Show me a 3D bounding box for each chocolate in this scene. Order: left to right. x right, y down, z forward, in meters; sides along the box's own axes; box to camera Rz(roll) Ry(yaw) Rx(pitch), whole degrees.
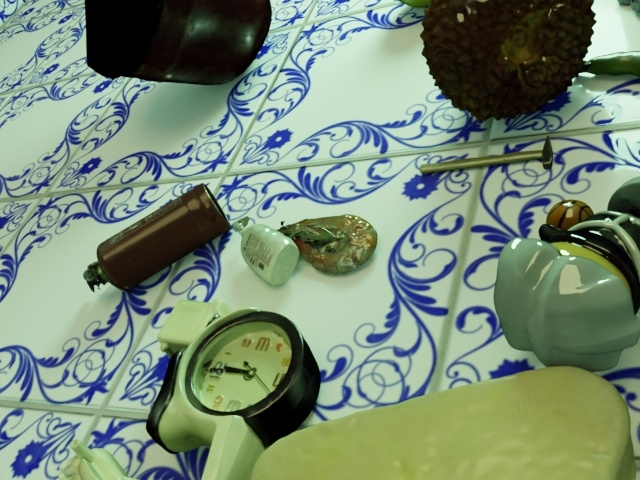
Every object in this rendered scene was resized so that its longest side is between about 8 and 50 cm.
[{"bbox_3d":[-0.285,-0.505,1.495,0.384,0.331,0.383,-5,83,44],"label":"chocolate"}]

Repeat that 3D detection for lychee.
[{"bbox_3d":[0.279,-0.320,1.046,0.268,0.267,0.267,-17,42,16],"label":"lychee"}]

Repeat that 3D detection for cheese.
[{"bbox_3d":[0.146,0.259,0.636,0.384,0.104,0.383,-17,42,16],"label":"cheese"}]

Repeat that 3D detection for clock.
[{"bbox_3d":[-0.160,0.243,0.839,0.277,0.120,0.379,5,47,30],"label":"clock"}]

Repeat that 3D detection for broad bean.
[{"bbox_3d":[0.501,-0.247,0.982,0.298,0.043,0.060,25,76,45],"label":"broad bean"}]

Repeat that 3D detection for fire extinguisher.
[{"bbox_3d":[-0.287,0.011,1.162,0.269,0.104,0.104,-32,40,-1],"label":"fire extinguisher"}]

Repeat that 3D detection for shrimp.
[{"bbox_3d":[0.000,0.000,1.037,0.190,0.042,0.101,8,61,35],"label":"shrimp"}]

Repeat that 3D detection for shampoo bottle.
[{"bbox_3d":[-0.095,0.008,1.067,0.152,0.045,0.077,35,107,45],"label":"shampoo bottle"}]

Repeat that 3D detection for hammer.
[{"bbox_3d":[0.246,-0.121,1.031,0.199,0.013,0.062,-4,47,27],"label":"hammer"}]

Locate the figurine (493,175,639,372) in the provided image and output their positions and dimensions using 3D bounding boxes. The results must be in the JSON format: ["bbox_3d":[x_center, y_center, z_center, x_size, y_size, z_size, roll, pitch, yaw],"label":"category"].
[{"bbox_3d":[0.284,0.030,0.731,0.236,0.133,0.176,-34,36,-25],"label":"figurine"}]

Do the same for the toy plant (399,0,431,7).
[{"bbox_3d":[0.284,-0.514,1.316,0.316,0.184,0.224,35,76,30],"label":"toy plant"}]

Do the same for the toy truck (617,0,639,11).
[{"bbox_3d":[0.570,-0.420,1.055,0.156,0.124,0.268,-21,40,4],"label":"toy truck"}]
